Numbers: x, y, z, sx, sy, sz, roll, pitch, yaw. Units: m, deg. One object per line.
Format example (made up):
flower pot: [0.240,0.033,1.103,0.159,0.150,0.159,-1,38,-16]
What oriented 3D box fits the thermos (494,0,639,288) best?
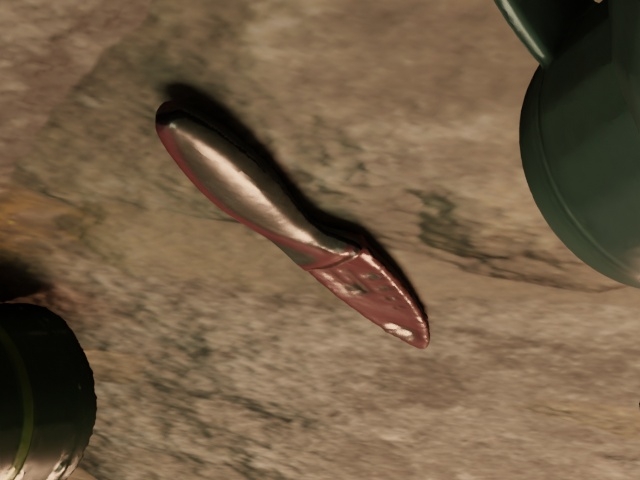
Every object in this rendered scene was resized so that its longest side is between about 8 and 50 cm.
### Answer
thermos: [0.131,-0.073,0.423,0.182,0.145,0.286,46,149,-7]

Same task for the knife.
knife: [0.000,0.000,0.782,0.035,0.018,0.247,-7,156,24]

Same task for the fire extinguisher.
fire extinguisher: [-0.223,0.076,0.785,0.118,0.093,0.294,15,-170,36]
